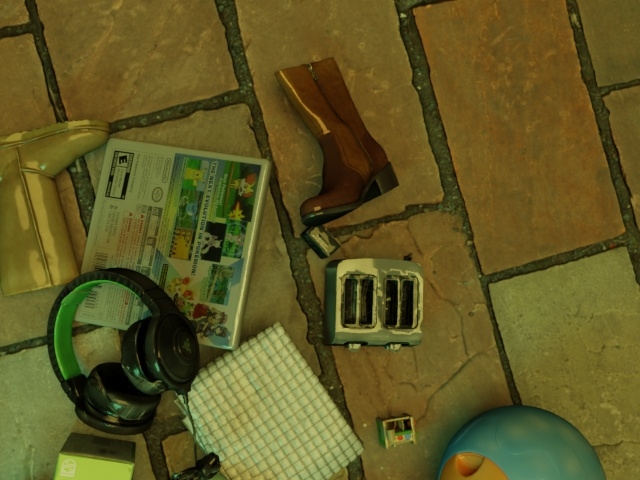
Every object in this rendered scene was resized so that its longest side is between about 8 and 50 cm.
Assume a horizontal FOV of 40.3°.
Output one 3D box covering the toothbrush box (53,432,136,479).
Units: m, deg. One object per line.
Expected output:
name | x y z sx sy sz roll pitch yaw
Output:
toothbrush box | -0.383 0.473 1.411 0.122 0.206 0.283 12 83 -10

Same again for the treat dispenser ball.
treat dispenser ball | 0.345 0.431 1.508 0.288 0.288 0.288 1 86 -10

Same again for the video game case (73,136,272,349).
video game case | -0.256 0.001 1.504 0.300 0.036 0.329 9 84 11

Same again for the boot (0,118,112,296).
boot | -0.452 -0.057 1.501 0.236 0.089 0.269 -12 88 0

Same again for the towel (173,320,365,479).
towel | -0.092 0.312 1.521 0.235 0.121 0.284 -35 88 -3

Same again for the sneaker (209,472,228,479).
sneaker | -0.161 0.520 1.440 0.094 0.151 0.256 -18 123 -40

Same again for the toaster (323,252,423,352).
toaster | 0.096 0.108 1.574 0.168 0.110 0.186 3 85 -11

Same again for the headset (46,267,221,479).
headset | -0.300 0.226 1.394 0.394 0.185 0.243 48 110 10

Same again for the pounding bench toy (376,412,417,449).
pounding bench toy | 0.144 0.346 1.580 0.065 0.083 0.052 -7 87 -10

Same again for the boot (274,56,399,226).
boot | 0.003 -0.182 1.539 0.264 0.096 0.280 -30 93 -40

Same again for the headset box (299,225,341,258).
headset box | 0.000 0.000 1.577 0.032 0.083 0.062 -43 95 -10
